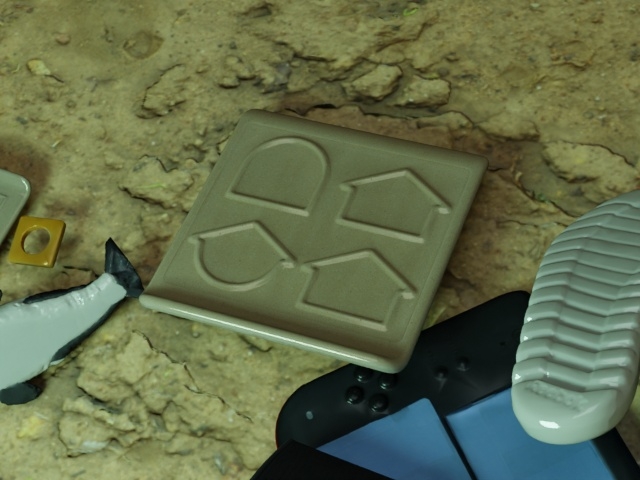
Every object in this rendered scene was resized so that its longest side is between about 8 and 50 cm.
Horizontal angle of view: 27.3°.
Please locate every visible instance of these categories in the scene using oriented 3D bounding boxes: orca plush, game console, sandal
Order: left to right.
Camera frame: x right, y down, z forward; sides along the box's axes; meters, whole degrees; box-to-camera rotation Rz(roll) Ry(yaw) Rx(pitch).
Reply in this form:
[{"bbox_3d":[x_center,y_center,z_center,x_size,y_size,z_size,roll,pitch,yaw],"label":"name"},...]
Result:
[{"bbox_3d":[-0.361,0.092,1.588,0.287,0.151,0.102,-42,31,-9],"label":"orca plush"},{"bbox_3d":[0.162,0.268,1.406,0.342,0.060,0.387,-26,60,-3],"label":"game console"},{"bbox_3d":[0.309,0.083,1.432,0.169,0.102,0.416,3,37,34],"label":"sandal"}]

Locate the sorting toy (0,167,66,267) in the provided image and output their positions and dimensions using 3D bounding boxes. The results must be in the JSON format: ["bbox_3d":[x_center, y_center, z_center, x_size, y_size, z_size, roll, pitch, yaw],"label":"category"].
[{"bbox_3d":[-0.482,-0.012,1.701,0.347,0.047,0.196,18,71,21],"label":"sorting toy"}]

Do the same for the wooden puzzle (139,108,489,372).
[{"bbox_3d":[0.000,0.000,1.561,0.322,0.080,0.348,14,52,18],"label":"wooden puzzle"}]

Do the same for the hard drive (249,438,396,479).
[{"bbox_3d":[-0.014,0.291,1.275,0.172,0.054,0.255,20,28,10],"label":"hard drive"}]
